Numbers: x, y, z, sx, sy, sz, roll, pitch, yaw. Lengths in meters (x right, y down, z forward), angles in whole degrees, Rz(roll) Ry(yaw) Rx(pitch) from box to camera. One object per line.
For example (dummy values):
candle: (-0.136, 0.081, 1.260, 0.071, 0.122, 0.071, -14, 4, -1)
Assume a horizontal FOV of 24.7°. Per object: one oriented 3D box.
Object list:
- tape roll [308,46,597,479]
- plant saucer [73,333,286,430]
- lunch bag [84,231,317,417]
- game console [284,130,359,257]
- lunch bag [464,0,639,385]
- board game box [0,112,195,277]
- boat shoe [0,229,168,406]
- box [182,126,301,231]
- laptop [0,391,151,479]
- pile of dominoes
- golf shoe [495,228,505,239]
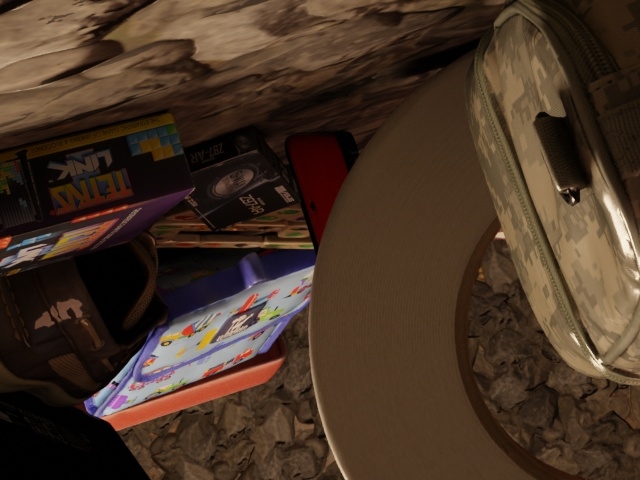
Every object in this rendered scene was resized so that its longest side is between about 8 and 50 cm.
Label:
tape roll: (0.184, 0.055, 0.889, 0.392, 0.392, 0.072, -18, 176, 2)
plant saucer: (-0.177, 0.126, 1.733, 0.258, 0.048, 0.259, -18, -149, -2)
lunch bag: (-0.116, 0.057, 1.464, 0.221, 0.138, 0.293, -19, 173, -29)
game console: (0.000, 0.000, 1.065, 0.085, 0.144, 0.124, -14, 175, -32)
lunch bag: (0.231, -0.069, 0.656, 0.305, 0.213, 0.256, -19, 177, -1)
board game box: (-0.163, -0.015, 0.833, 0.141, 0.048, 0.170, -15, 175, -21)
boat shoe: (-0.180, 0.056, 1.142, 0.130, 0.132, 0.355, -18, 177, 8)
box: (-0.058, -0.039, 0.960, 0.067, 0.018, 0.083, -18, 152, 12)
laptop: (-0.300, 0.219, 1.123, 0.236, 0.408, 0.382, -43, 153, 2)
pile of dominoes: (-0.024, 0.003, 1.251, 0.251, 0.040, 0.196, 0, 171, -15)
golf shoe: (0.131, -0.048, 1.428, 0.120, 0.105, 0.273, -10, 173, 32)
